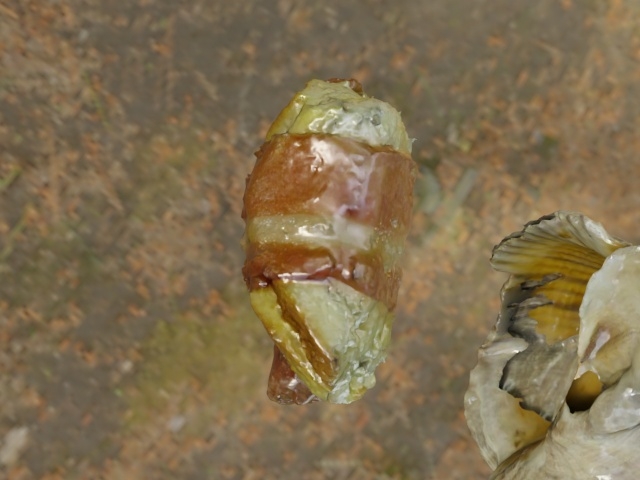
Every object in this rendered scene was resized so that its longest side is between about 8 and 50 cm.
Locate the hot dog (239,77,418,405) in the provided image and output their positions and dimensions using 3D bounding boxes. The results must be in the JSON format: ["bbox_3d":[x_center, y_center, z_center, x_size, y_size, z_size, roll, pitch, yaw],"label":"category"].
[{"bbox_3d":[0.000,0.000,1.120,0.146,0.103,0.213,55,44,-67],"label":"hot dog"}]

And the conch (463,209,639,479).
[{"bbox_3d":[0.142,0.082,0.906,0.163,0.178,0.245,-36,144,-31],"label":"conch"}]
